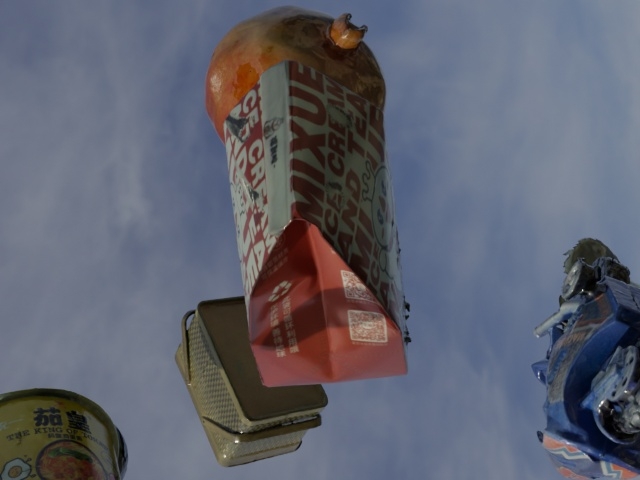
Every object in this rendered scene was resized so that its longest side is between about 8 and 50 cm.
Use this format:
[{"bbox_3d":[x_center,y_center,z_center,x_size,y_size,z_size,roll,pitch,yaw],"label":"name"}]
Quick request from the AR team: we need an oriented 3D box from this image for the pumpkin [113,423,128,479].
[{"bbox_3d":[-0.327,0.309,1.290,0.108,0.183,0.119,-7,-129,-20],"label":"pumpkin"}]

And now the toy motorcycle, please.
[{"bbox_3d":[0.171,0.080,0.561,0.205,0.076,0.114,-61,-6,-73],"label":"toy motorcycle"}]

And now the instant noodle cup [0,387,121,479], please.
[{"bbox_3d":[-0.257,0.250,0.837,0.182,0.182,0.144,47,179,-38],"label":"instant noodle cup"}]

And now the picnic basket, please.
[{"bbox_3d":[-0.121,0.226,1.519,0.165,0.139,0.266,-6,-129,-33],"label":"picnic basket"}]

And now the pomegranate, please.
[{"bbox_3d":[-0.024,-0.212,1.264,0.252,0.270,0.229,41,-134,4],"label":"pomegranate"}]

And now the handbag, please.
[{"bbox_3d":[0.000,0.000,0.782,0.298,0.151,0.171,81,-175,-60],"label":"handbag"}]

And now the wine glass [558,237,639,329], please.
[{"bbox_3d":[0.435,0.048,0.936,0.238,0.323,0.238,22,-123,-39],"label":"wine glass"}]
